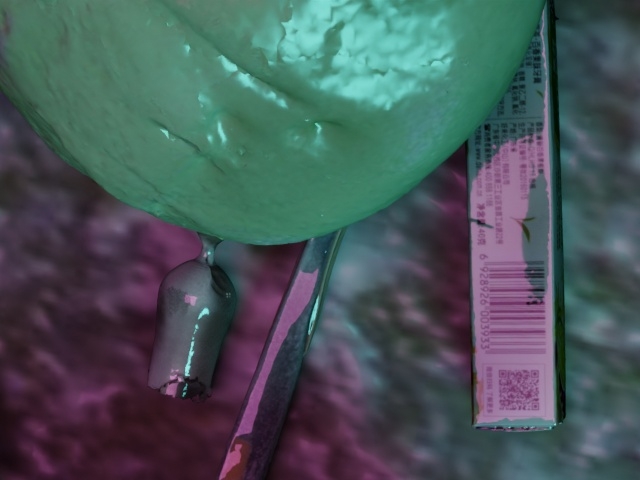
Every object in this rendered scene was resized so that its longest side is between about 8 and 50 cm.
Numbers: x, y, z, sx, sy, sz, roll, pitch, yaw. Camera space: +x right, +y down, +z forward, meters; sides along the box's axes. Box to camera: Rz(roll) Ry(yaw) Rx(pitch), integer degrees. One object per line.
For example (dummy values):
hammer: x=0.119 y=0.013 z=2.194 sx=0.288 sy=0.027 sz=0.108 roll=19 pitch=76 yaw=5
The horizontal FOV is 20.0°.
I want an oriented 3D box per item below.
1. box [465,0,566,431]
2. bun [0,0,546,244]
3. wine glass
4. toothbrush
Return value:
box: x=0.083 y=-0.023 z=0.773 sx=0.041 sy=0.050 sz=0.207 roll=-2 pitch=91 yaw=13
bun: x=-0.058 y=-0.135 z=0.699 sx=0.293 sy=0.187 sz=0.293 roll=12 pitch=108 yaw=39
wine glass: x=-0.054 y=0.030 z=0.822 sx=0.039 sy=0.042 sz=0.083 roll=22 pitch=103 yaw=53
toothbrush: x=0.000 y=0.000 z=0.809 sx=0.037 sy=0.028 sz=0.375 roll=20 pitch=96 yaw=7
